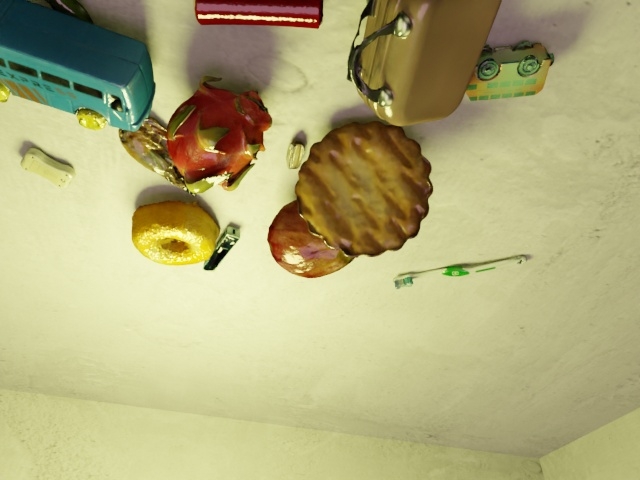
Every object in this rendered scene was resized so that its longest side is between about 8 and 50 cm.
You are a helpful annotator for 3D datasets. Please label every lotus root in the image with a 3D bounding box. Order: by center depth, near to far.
[{"bbox_3d":[-0.063,-0.216,1.192,0.038,0.030,0.083,-16,147,-26],"label":"lotus root"}]

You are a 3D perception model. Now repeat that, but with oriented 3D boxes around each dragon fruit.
[{"bbox_3d":[-0.221,-0.226,1.049,0.224,0.224,0.227,33,126,-30],"label":"dragon fruit"}]

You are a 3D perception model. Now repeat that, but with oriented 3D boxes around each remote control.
[{"bbox_3d":[-0.701,-0.186,1.235,0.122,0.032,0.074,32,129,-30],"label":"remote control"}]

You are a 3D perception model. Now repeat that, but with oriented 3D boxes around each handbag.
[{"bbox_3d":[0.165,-0.357,0.877,0.283,0.149,0.301,-22,148,-25],"label":"handbag"}]

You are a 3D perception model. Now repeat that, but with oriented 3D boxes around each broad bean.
[{"bbox_3d":[-0.515,-0.476,0.904,0.060,0.043,0.297,-6,141,38],"label":"broad bean"}]

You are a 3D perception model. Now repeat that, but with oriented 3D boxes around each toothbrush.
[{"bbox_3d":[0.440,0.095,1.527,0.418,0.040,0.042,-12,138,8],"label":"toothbrush"}]

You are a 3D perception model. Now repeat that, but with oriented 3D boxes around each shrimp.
[{"bbox_3d":[-0.382,-0.198,1.194,0.117,0.066,0.262,-26,133,27],"label":"shrimp"}]

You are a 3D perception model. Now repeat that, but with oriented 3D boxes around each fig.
[{"bbox_3d":[-0.009,-0.005,1.297,0.263,0.223,0.224,-9,137,9],"label":"fig"}]

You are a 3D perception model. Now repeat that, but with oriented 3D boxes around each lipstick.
[{"bbox_3d":[-0.115,-0.445,0.905,0.241,0.080,0.080,1,138,-2],"label":"lipstick"}]

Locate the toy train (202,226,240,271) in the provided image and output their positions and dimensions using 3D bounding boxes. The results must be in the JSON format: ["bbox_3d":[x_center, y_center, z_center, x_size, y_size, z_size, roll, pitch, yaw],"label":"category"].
[{"bbox_3d":[-0.306,0.033,1.458,0.043,0.047,0.207,18,136,-27],"label":"toy train"}]

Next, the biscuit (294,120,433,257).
[{"bbox_3d":[0.105,-0.119,1.140,0.326,0.325,0.107,-5,179,7],"label":"biscuit"}]

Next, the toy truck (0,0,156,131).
[{"bbox_3d":[-0.524,-0.345,0.930,0.385,0.161,0.162,17,152,-13],"label":"toy truck"}]

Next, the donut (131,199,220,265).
[{"bbox_3d":[-0.412,-0.018,1.367,0.254,0.118,0.253,-4,152,-2],"label":"donut"}]

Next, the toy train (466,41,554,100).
[{"bbox_3d":[0.386,-0.352,1.002,0.188,0.072,0.099,-3,137,5],"label":"toy train"}]
